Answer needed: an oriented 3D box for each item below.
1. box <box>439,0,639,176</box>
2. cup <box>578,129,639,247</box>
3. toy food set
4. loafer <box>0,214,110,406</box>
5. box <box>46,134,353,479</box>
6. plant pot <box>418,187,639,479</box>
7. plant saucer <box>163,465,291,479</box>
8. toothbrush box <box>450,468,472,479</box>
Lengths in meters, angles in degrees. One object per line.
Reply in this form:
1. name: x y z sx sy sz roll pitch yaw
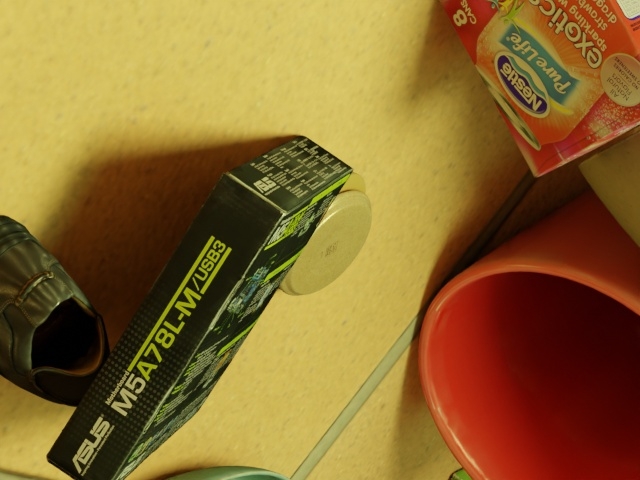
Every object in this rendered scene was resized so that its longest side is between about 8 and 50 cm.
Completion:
1. box: 0.215 -0.152 1.155 0.257 0.128 0.122 -27 178 -40
2. cup: 0.367 -0.025 1.195 0.331 0.237 0.331 -29 178 -1
3. toy food set: 0.000 0.000 1.175 0.082 0.020 0.083 -39 152 -21
4. loafer: -0.140 0.053 0.976 0.062 0.061 0.170 -47 154 -10
5. box: -0.061 0.035 1.030 0.184 0.045 0.191 -59 174 14
6. plant pot: 0.250 0.069 1.415 0.243 0.275 0.275 -40 153 -38
7. plant saucer: -0.139 0.272 1.283 0.317 0.044 0.317 -38 150 -26
8. toothbrush box: 0.258 0.274 1.724 0.283 0.206 0.122 -17 138 -47
